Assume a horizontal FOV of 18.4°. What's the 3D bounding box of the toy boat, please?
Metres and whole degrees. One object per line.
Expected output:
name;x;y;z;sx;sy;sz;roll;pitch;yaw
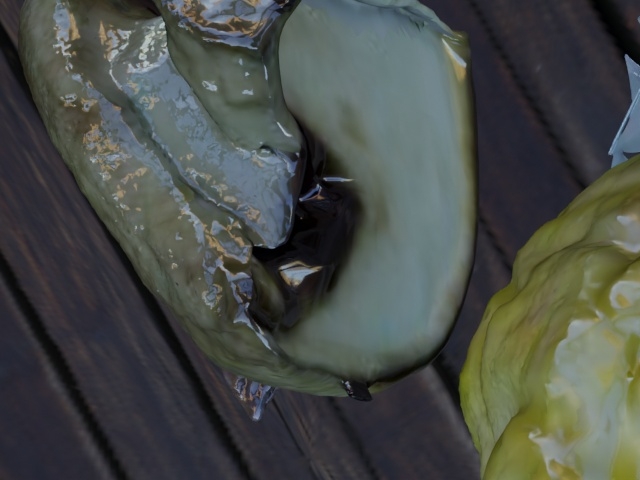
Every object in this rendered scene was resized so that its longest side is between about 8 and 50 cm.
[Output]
toy boat;0.260;-0.115;1.529;0.034;0.105;0.149;12;101;-25

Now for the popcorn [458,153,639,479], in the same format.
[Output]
popcorn;0.153;0.081;0.628;0.259;0.212;0.259;-5;65;11

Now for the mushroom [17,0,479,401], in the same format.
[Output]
mushroom;-0.043;-0.033;0.967;0.212;0.292;0.217;2;82;14

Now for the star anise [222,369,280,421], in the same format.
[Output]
star anise;0.000;0.001;1.372;0.081;0.230;0.262;27;73;21
